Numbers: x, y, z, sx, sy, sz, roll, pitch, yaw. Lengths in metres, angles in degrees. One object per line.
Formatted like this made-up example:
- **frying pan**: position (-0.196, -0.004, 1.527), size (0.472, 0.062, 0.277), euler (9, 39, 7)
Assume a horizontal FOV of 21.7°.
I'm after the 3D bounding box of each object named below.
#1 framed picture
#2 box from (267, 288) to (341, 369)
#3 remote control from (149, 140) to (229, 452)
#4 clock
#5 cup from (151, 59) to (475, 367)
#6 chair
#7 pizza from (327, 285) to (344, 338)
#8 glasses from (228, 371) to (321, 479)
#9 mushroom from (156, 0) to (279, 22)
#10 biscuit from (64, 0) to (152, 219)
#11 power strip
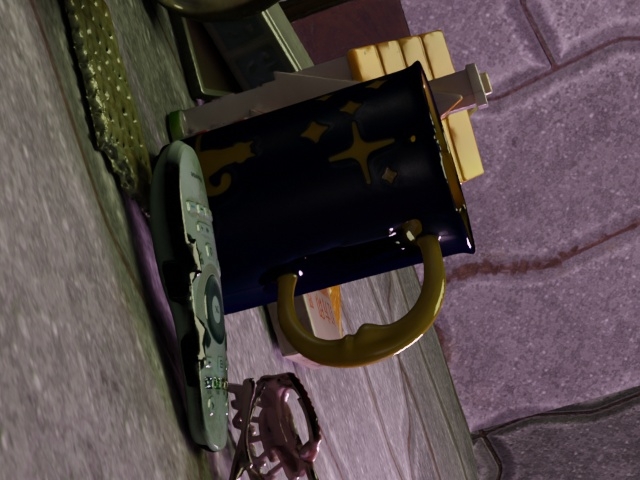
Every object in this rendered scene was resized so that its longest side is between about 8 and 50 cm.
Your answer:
- **framed picture**: position (-0.120, -0.249, 1.856), size (0.150, 0.015, 0.203), euler (-1, 72, -59)
- **box**: position (-0.053, -0.033, 1.963), size (0.204, 0.051, 0.365), euler (44, 31, -77)
- **remote control**: position (-0.106, 0.045, 1.356), size (0.097, 0.045, 0.256), euler (35, 46, -74)
- **clock**: position (0.028, -0.100, 1.693), size (0.235, 0.309, 0.166), euler (-18, 90, -83)
- **cup**: position (-0.007, -0.021, 1.448), size (0.255, 0.256, 0.178), euler (-93, 164, -65)
- **chair**: position (0.016, -0.265, 2.272), size (0.203, 0.240, 0.416), euler (63, 12, -65)
- **pizza**: position (-0.006, 0.022, 2.155), size (0.181, 0.034, 0.262), euler (61, 25, -57)
- **glasses**: position (-0.047, 0.227, 1.407), size (0.162, 0.095, 0.255), euler (122, -43, -61)
- **mushroom**: position (-0.070, -0.356, 1.694), size (0.164, 0.189, 0.267), euler (-81, -177, -70)
- **biscuit**: position (-0.173, -0.122, 1.367), size (0.144, 0.016, 0.203), euler (49, 25, -75)
- **power strip**: position (-0.047, -0.181, 1.835), size (0.272, 0.078, 0.052), euler (59, 27, -17)
